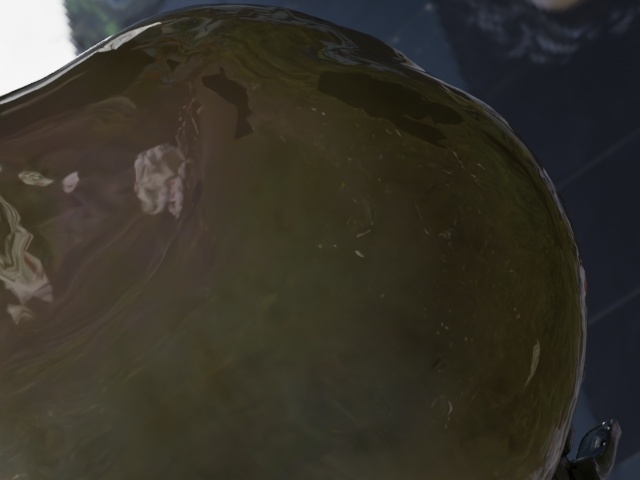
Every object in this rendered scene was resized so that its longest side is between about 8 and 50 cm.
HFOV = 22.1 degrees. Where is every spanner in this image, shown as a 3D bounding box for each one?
[{"bbox_3d":[0.182,0.156,1.225,0.095,0.040,0.325,58,-162,0],"label":"spanner"}]

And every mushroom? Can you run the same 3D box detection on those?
[{"bbox_3d":[-0.036,0.052,0.568,0.254,0.260,0.234,-64,-32,-20],"label":"mushroom"}]
